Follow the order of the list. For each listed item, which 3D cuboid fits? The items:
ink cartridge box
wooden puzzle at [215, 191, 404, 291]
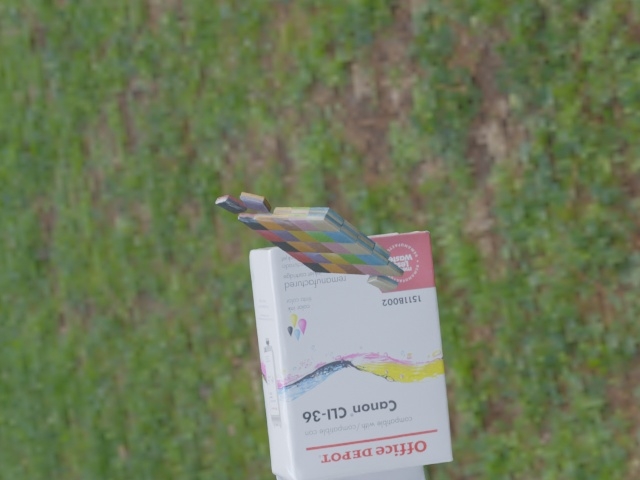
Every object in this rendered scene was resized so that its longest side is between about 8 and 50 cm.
[{"bbox_3d":[0.023,0.098,1.163,0.067,0.115,0.198,177,86,-74],"label":"ink cartridge box"},{"bbox_3d":[0.000,0.000,0.676,0.049,0.083,0.006,2,64,45],"label":"wooden puzzle"}]
